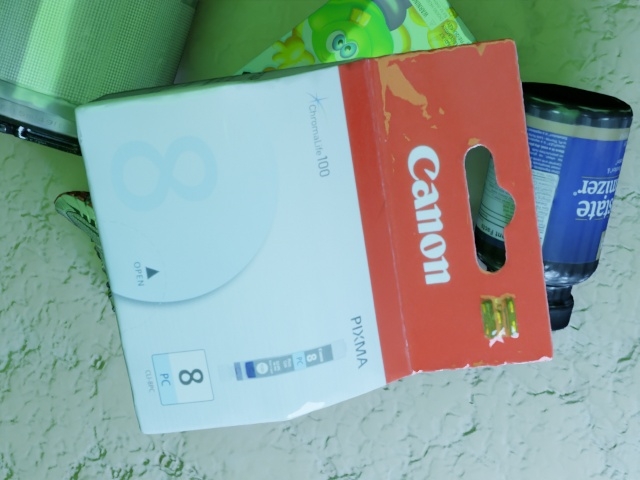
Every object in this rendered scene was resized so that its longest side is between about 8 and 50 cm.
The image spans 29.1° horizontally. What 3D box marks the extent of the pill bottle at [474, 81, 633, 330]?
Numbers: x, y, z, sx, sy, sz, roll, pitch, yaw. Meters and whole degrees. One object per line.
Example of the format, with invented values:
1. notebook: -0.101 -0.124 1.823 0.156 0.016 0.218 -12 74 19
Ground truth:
1. pill bottle: 0.212 -0.032 1.166 0.122 0.123 0.219 12 107 11

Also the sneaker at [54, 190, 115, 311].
1. sneaker: -0.198 0.034 1.276 0.225 0.088 0.093 45 100 7

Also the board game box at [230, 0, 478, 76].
1. board game box: 0.020 -0.138 1.199 0.275 0.142 0.144 -36 85 10

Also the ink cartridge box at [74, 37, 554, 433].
1. ink cartridge box: 0.000 0.000 1.096 0.385 0.091 0.308 -7 103 9

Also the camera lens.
1. camera lens: -0.236 -0.230 1.210 0.219 0.219 0.274 19 95 10
